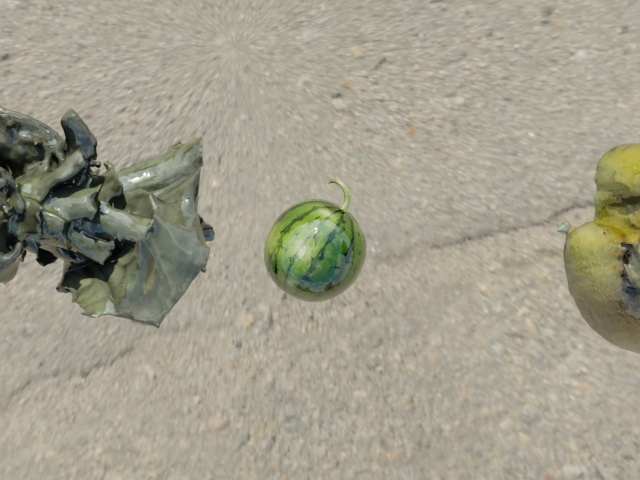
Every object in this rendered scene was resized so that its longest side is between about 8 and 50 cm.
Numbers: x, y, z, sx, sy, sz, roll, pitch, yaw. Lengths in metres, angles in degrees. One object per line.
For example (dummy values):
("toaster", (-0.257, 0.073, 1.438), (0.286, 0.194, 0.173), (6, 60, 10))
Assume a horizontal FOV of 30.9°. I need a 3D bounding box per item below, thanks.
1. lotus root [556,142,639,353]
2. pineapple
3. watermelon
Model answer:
("lotus root", (0.294, 0.005, 0.928), (0.204, 0.078, 0.183), (-8, 91, 14))
("pineapple", (-0.163, -0.011, 0.572), (0.237, 0.111, 0.119), (-3, 116, -24))
("watermelon", (-0.001, 0.007, 1.085), (0.109, 0.109, 0.109), (-1, 100, -4))
